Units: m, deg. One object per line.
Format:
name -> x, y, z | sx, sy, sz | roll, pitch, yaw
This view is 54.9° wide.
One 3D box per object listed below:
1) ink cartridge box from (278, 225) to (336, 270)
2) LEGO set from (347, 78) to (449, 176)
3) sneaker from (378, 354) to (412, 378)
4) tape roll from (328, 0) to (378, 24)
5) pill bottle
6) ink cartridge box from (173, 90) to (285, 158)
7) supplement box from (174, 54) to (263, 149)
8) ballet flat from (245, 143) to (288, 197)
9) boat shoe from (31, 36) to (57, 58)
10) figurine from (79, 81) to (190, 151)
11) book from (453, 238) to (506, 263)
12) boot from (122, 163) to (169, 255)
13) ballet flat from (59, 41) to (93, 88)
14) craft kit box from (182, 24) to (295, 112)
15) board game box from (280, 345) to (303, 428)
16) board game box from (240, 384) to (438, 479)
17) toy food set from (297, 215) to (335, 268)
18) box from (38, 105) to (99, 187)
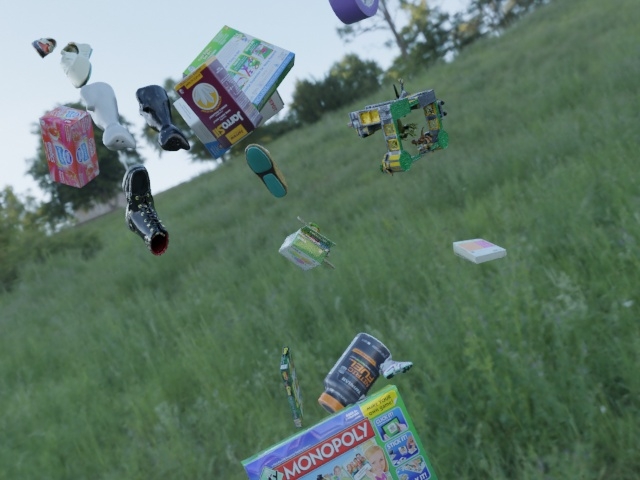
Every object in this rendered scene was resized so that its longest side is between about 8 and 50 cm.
ink cartridge box -> -0.043, 0.025, 1.832 | 0.062, 0.109, 0.209 | -59, 11, -18
LEGO set -> 0.235, -0.344, 1.935 | 0.192, 0.255, 0.331 | -1, 31, 45
sneaker -> 0.216, 0.360, 1.803 | 0.098, 0.069, 0.038 | -14, -46, -25
tape roll -> 0.091, -0.732, 1.785 | 0.080, 0.189, 0.189 | -7, 7, 33
pill bottle -> 0.097, 0.410, 1.852 | 0.246, 0.130, 0.130 | -51, 5, -22
ink cartridge box -> -0.384, -0.582, 2.653 | 0.394, 0.166, 0.285 | -37, -25, -3
supplement box -> -0.239, -0.326, 1.459 | 0.104, 0.188, 0.081 | -31, 20, 23
ballet flat -> -0.172, -0.231, 1.941 | 0.080, 0.073, 0.232 | -14, -44, 15
boat shoe -> -0.740, -0.522, 1.655 | 0.043, 0.049, 0.137 | -29, 25, -1
figurine -> -0.434, -0.278, 1.446 | 0.214, 0.209, 0.092 | -7, -42, -36
book -> 0.463, 0.028, 1.798 | 0.096, 0.035, 0.144 | -13, 15, -10
boot -> -0.505, -0.087, 1.808 | 0.085, 0.178, 0.237 | -17, -46, -35
ballet flat -> -0.678, -0.490, 1.695 | 0.086, 0.086, 0.248 | -26, 37, -1
craft kit box -> -0.238, -0.506, 1.820 | 0.250, 0.246, 0.061 | -60, -7, -31
board game box -> -0.099, 0.518, 2.175 | 0.030, 0.260, 0.136 | -8, 25, 8
board game box -> 0.042, 0.432, 1.128 | 0.317, 0.214, 0.046 | -23, -3, -18
toy food set -> 0.000, 0.000, 2.062 | 0.038, 0.192, 0.132 | -35, -30, 10
box -> -0.893, -0.333, 2.198 | 0.123, 0.128, 0.257 | -61, -18, -51
